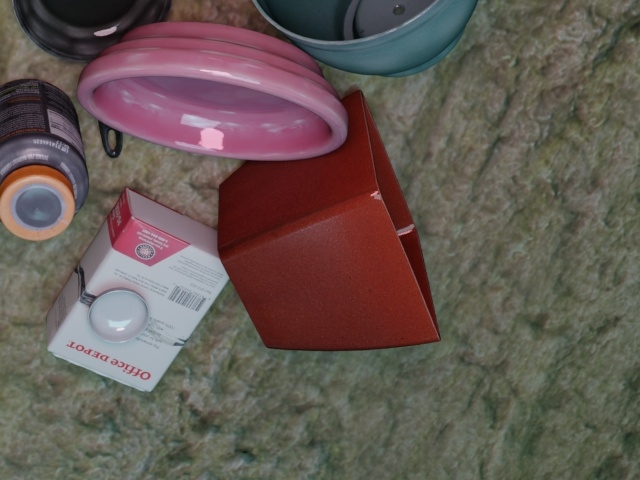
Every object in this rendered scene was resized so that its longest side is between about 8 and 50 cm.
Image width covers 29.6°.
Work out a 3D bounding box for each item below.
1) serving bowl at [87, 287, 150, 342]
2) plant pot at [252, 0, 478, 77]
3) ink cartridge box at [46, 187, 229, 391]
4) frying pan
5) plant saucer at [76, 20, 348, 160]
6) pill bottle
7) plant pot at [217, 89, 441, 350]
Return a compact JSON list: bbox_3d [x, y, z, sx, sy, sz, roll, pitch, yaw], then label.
[{"bbox_3d":[-0.273,0.096,1.633,0.083,0.027,0.083,-6,120,-10],"label":"serving bowl"},{"bbox_3d":[0.076,-0.321,1.486,0.293,0.293,0.196,-34,150,5],"label":"plant pot"},{"bbox_3d":[-0.255,0.073,1.702,0.172,0.100,0.237,27,109,-26],"label":"ink cartridge box"},{"bbox_3d":[-0.257,-0.267,1.532,0.197,0.053,0.326,-27,135,2],"label":"frying pan"},{"bbox_3d":[-0.127,-0.183,1.482,0.332,0.332,0.084,13,76,-23],"label":"plant saucer"},{"bbox_3d":[-0.354,-0.095,1.487,0.130,0.246,0.131,-7,121,-12],"label":"pill bottle"},{"bbox_3d":[0.000,0.000,1.654,0.235,0.267,0.267,-19,124,9],"label":"plant pot"}]
